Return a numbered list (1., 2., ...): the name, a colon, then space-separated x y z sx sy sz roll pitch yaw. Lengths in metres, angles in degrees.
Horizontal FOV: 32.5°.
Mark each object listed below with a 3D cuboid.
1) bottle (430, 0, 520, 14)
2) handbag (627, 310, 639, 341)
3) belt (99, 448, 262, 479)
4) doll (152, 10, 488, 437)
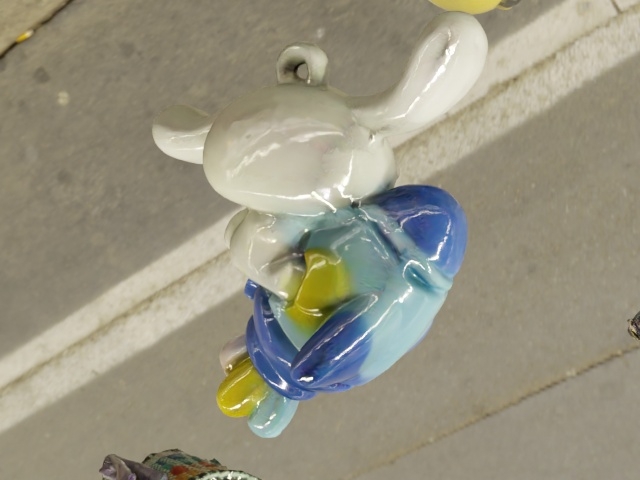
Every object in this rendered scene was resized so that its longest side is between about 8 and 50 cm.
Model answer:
1. bottle: 0.216 -0.424 1.253 0.172 0.171 0.351 28 82 -1
2. handbag: 0.542 0.107 1.424 0.208 0.229 0.126 44 153 16
3. belt: -0.123 0.366 1.198 0.160 0.207 0.294 -5 97 57
4. doll: 0.008 -0.001 1.012 0.376 0.187 0.365 -9 89 60
